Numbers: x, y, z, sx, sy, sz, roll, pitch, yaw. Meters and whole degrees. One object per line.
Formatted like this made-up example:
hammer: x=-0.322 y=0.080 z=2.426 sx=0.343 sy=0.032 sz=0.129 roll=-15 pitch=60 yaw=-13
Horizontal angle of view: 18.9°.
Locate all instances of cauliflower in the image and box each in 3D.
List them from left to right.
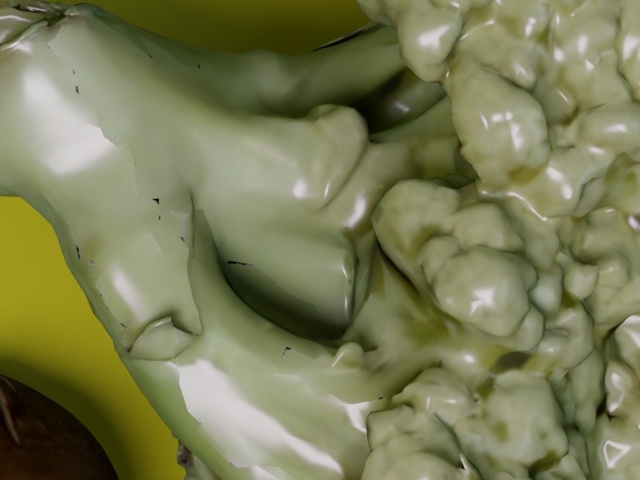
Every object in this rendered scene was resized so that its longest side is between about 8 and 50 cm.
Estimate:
cauliflower: x=0.023 y=-0.001 z=0.645 sx=0.281 sy=0.260 sz=0.327 roll=34 pitch=44 yaw=-43

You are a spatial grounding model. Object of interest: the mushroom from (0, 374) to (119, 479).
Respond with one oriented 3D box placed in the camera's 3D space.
mushroom: x=-0.125 y=0.126 z=0.644 sx=0.135 sy=0.080 sz=0.170 roll=35 pitch=68 yaw=-28
